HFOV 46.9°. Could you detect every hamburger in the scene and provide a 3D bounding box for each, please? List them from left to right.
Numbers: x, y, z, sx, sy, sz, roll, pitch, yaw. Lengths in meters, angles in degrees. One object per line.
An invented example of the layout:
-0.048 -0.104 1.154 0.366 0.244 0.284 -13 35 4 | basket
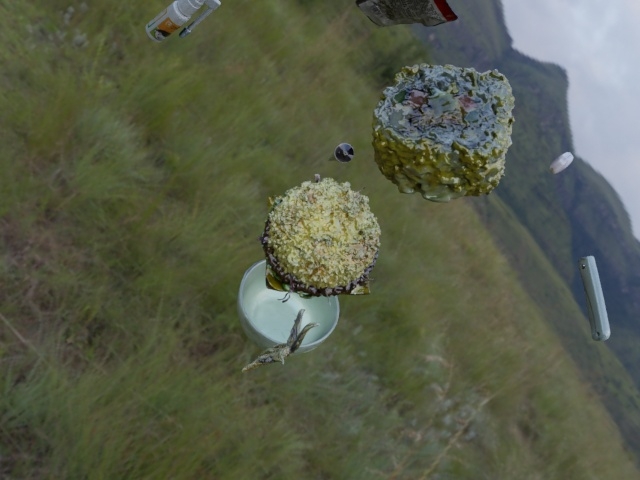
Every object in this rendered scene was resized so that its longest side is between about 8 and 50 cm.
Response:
0.000 0.000 1.396 0.138 0.243 0.261 116 -28 -70 | hamburger

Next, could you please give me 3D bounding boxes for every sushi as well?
0.338 -0.296 2.061 0.240 0.397 0.351 81 20 -60 | sushi

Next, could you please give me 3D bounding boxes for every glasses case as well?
0.392 -0.126 1.200 0.021 0.032 0.083 51 30 8 | glasses case

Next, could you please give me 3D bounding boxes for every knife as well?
0.517 0.111 1.399 0.044 0.023 0.162 136 -51 -67 | knife

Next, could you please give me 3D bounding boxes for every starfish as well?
-0.084 0.239 1.634 0.053 0.208 0.176 46 13 -6 | starfish

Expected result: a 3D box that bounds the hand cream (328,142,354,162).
0.064 -0.250 2.122 0.054 0.087 0.186 63 1 -6 | hand cream

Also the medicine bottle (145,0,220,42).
-0.375 -0.611 2.010 0.092 0.221 0.061 31 46 -39 | medicine bottle

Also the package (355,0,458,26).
0.226 -0.601 1.924 0.239 0.030 0.154 6 -12 33 | package

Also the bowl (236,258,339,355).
-0.109 0.216 2.202 0.307 0.307 0.163 54 -36 23 | bowl
